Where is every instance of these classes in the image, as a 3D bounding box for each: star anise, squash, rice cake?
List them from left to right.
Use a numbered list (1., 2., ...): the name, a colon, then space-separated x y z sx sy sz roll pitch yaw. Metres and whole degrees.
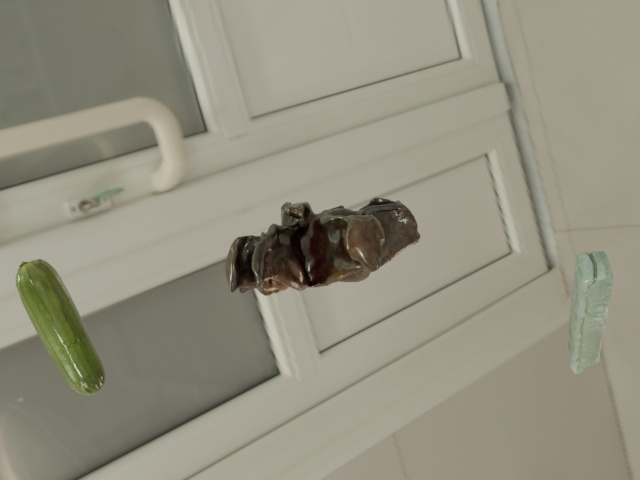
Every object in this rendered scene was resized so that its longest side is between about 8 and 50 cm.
1. squash: -0.396 0.134 1.384 0.069 0.069 0.238 2 119 49
2. star anise: 0.001 0.000 0.944 0.220 0.214 0.098 174 78 -74
3. rice cake: 0.231 0.065 0.785 0.170 0.029 0.033 74 -173 -55
